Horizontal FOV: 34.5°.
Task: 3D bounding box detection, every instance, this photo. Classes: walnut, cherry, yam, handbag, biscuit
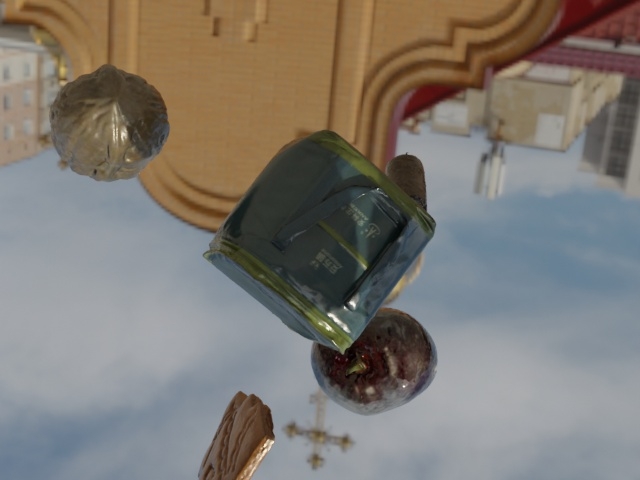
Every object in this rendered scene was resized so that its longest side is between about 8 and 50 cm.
[{"bbox_3d":[-0.311,-0.176,1.531,0.178,0.178,0.230,-1,170,-17],"label":"walnut"},{"bbox_3d":[0.113,0.246,2.117,0.255,0.218,0.296,-16,166,22],"label":"cherry"},{"bbox_3d":[0.151,-0.090,1.830,0.079,0.079,0.141,5,-140,0],"label":"yam"},{"bbox_3d":[0.000,0.000,1.506,0.263,0.241,0.222,39,169,-19],"label":"handbag"},{"bbox_3d":[-0.163,0.394,1.937,0.043,0.306,0.284,28,-122,-15],"label":"biscuit"}]
